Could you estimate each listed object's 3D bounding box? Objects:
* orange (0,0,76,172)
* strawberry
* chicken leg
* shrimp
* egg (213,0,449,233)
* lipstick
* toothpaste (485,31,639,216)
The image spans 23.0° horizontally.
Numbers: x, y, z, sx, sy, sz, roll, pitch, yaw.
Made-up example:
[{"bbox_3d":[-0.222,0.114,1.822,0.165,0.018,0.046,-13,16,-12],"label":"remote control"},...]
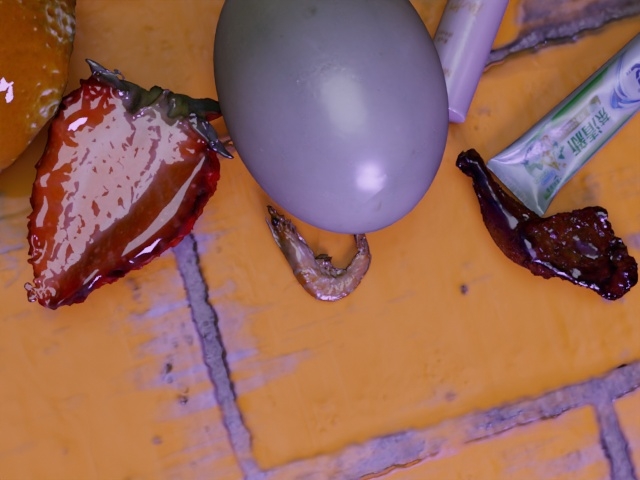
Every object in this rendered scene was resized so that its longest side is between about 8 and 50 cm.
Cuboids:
[{"bbox_3d":[-0.388,-0.197,1.419,0.334,0.196,0.262,46,111,1],"label":"orange"},{"bbox_3d":[-0.178,-0.036,1.454,0.174,0.098,0.228,14,84,0],"label":"strawberry"},{"bbox_3d":[0.211,-0.009,1.486,0.205,0.053,0.093,25,76,-11],"label":"chicken leg"},{"bbox_3d":[0.000,0.000,1.494,0.083,0.023,0.114,-38,91,-10],"label":"shrimp"},{"bbox_3d":[0.009,-0.139,1.420,0.202,0.203,0.283,-17,66,-5],"label":"egg"},{"bbox_3d":[0.156,-0.241,1.519,0.059,0.059,0.264,21,82,0],"label":"lipstick"},{"bbox_3d":[0.289,-0.148,1.521,0.297,0.048,0.075,-44,92,-5],"label":"toothpaste"}]
